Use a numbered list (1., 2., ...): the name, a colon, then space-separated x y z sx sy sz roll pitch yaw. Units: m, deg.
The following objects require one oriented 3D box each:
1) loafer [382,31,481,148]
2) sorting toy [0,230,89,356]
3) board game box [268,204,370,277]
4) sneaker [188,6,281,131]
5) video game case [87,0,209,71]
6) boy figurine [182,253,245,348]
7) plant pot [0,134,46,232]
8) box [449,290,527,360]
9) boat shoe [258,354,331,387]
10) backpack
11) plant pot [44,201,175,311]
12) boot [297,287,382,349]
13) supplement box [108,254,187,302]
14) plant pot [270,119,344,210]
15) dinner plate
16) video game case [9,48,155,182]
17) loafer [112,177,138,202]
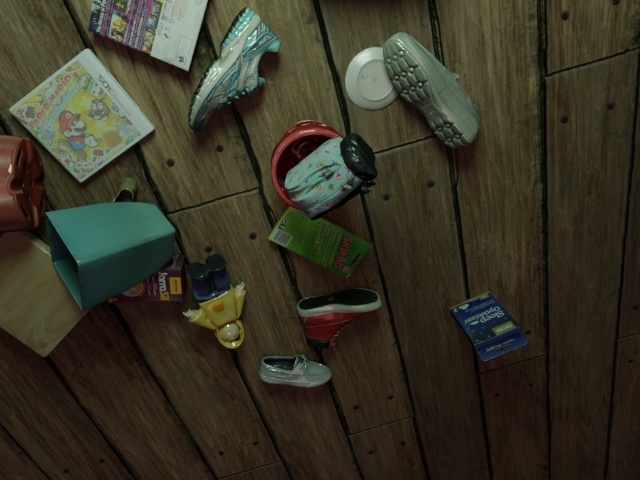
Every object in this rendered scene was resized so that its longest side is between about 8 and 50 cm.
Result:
1. loafer: 0.266 -0.356 1.027 0.319 0.112 0.111 44 67 -26
2. sorting toy: -0.708 0.119 1.109 0.255 0.089 0.257 43 105 -13
3. board game box: 0.000 0.000 1.196 0.259 0.039 0.124 28 110 -17
4. sneaker: -0.189 -0.346 0.957 0.122 0.110 0.283 29 109 -24
5. video game case: -0.338 -0.499 0.894 0.210 0.042 0.232 17 113 -16
6. boy figurine: -0.284 0.182 1.203 0.177 0.092 0.285 -22 123 -23
7. plant pot: -0.752 -0.117 0.919 0.265 0.272 0.273 -2 117 -16
8. box: 0.482 0.241 1.277 0.136 0.225 0.037 -25 117 4
9. boat shoe: -0.076 0.397 1.358 0.227 0.079 0.081 4 120 -6
10. backpack: 0.019 -0.129 0.891 0.182 0.152 0.115 -33 110 24
11. plant pot: -0.469 0.014 1.016 0.234 0.166 0.165 -23 149 -40
12. boot: 0.067 0.240 1.300 0.244 0.088 0.176 -10 118 6
13. supplement box: -0.454 0.099 1.155 0.188 0.081 0.104 0 116 -8
14. plant pot: -0.023 -0.183 1.022 0.191 0.174 0.191 -4 117 -7
15. dinner plate: 0.129 -0.379 1.036 0.141 0.017 0.141 -3 116 -5
16. video game case: -0.531 -0.273 0.990 0.227 0.026 0.206 -32 116 9
17. loafer: -0.486 -0.081 1.078 0.056 0.050 0.148 12 114 -14
